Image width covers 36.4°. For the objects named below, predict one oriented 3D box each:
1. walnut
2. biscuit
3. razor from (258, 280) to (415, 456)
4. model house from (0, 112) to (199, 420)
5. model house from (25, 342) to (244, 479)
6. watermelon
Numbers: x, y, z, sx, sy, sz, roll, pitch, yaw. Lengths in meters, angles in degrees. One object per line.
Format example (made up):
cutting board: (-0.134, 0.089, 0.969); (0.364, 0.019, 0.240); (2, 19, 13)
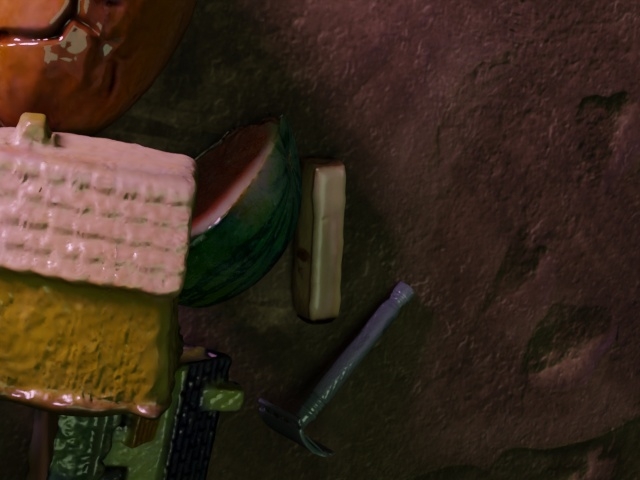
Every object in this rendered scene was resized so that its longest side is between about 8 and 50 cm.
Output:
walnut: (-0.224, -0.206, 0.895); (0.203, 0.203, 0.298); (18, 89, -24)
biscuit: (0.000, 0.000, 1.110); (0.052, 0.056, 0.188); (-3, 103, -20)
razor: (0.031, 0.140, 1.152); (0.068, 0.106, 0.232); (47, 72, -25)
model house: (-0.207, 0.015, 0.857); (0.193, 0.175, 0.234); (9, 119, -6)
model house: (-0.190, 0.211, 1.024); (0.211, 0.170, 0.194); (9, 97, -24)
watermelon: (-0.081, -0.010, 1.046); (0.231, 0.128, 0.146); (-39, 126, -2)
